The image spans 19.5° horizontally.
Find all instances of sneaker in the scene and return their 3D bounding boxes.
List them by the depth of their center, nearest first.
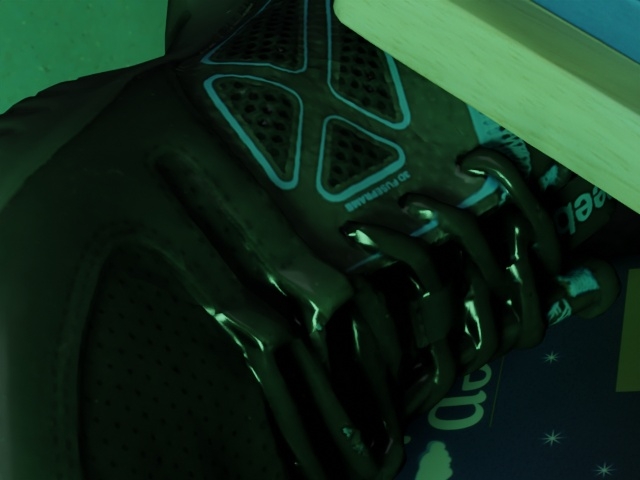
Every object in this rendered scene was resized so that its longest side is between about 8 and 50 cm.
[{"bbox_3d":[0.000,0.000,0.475,0.140,0.125,0.341,0,36,19],"label":"sneaker"}]

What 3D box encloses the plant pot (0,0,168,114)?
[{"bbox_3d":[-0.148,-0.180,0.706,0.341,0.334,0.341,-12,31,8],"label":"plant pot"}]

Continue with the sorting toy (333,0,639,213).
[{"bbox_3d":[0.185,-0.073,0.470,0.257,0.089,0.255,36,44,30],"label":"sorting toy"}]

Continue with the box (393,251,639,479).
[{"bbox_3d":[0.041,0.058,0.518,0.225,0.036,0.136,-6,33,17],"label":"box"}]
